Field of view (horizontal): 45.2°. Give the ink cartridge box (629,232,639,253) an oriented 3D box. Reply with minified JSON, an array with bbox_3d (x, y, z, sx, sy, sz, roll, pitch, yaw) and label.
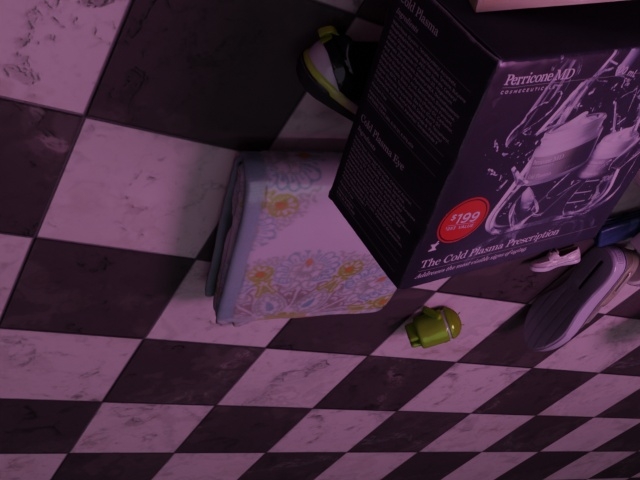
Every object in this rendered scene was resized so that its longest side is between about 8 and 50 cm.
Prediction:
[{"bbox_3d":[0.681,-0.017,1.393,0.190,0.082,0.139,-44,142,22],"label":"ink cartridge box"}]

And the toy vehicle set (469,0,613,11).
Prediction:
[{"bbox_3d":[0.259,-0.309,0.787,0.266,0.166,0.035,-8,145,-11],"label":"toy vehicle set"}]

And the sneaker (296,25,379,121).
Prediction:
[{"bbox_3d":[0.077,-0.190,0.956,0.234,0.084,0.097,20,130,-40],"label":"sneaker"}]

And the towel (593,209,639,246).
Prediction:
[{"bbox_3d":[0.563,-0.026,1.415,0.119,0.029,0.067,-16,144,-1],"label":"towel"}]

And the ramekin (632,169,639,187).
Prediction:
[{"bbox_3d":[0.610,-0.122,1.230,0.207,0.109,0.207,-10,145,-7],"label":"ramekin"}]

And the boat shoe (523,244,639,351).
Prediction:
[{"bbox_3d":[0.526,0.126,1.548,0.094,0.109,0.302,4,138,-29],"label":"boat shoe"}]

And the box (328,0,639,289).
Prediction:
[{"bbox_3d":[0.226,-0.138,0.907,0.343,0.179,0.313,-13,139,-29],"label":"box"}]

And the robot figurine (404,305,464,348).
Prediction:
[{"bbox_3d":[0.229,0.175,1.536,0.115,0.067,0.101,-20,137,6],"label":"robot figurine"}]

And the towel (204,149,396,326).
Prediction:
[{"bbox_3d":[0.000,0.000,1.195,0.320,0.090,0.375,-4,144,-21],"label":"towel"}]

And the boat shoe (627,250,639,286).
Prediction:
[{"bbox_3d":[0.705,0.030,1.516,0.227,0.079,0.081,-25,154,22],"label":"boat shoe"}]

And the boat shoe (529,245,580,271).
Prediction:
[{"bbox_3d":[0.442,0.032,1.452,0.100,0.035,0.035,-12,118,2],"label":"boat shoe"}]
